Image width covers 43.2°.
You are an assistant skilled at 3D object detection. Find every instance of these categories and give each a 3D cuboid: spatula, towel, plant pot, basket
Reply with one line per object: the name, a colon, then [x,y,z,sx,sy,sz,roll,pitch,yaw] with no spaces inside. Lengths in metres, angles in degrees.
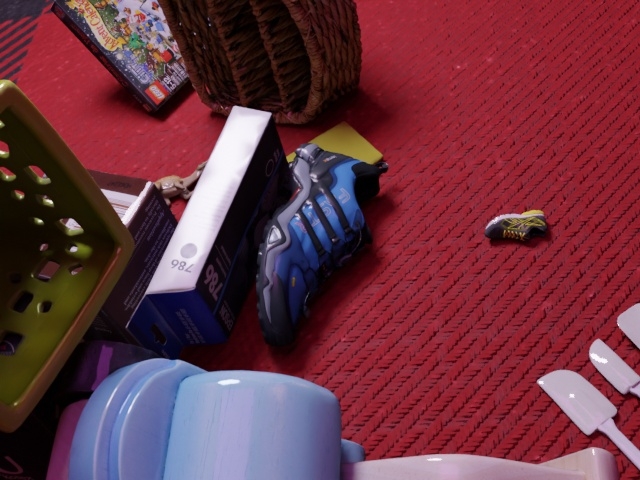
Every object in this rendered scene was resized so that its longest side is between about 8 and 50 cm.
spatula: [0.379,0.188,0.870,0.168,0.019,0.242,-32,52,-11]
towel: [-0.028,-0.086,1.196,0.237,0.021,0.102,-35,58,-13]
plant pot: [-0.347,0.009,0.733,0.207,0.227,0.228,6,53,29]
basket: [-0.082,-0.307,1.201,0.223,0.299,0.213,-34,53,-15]

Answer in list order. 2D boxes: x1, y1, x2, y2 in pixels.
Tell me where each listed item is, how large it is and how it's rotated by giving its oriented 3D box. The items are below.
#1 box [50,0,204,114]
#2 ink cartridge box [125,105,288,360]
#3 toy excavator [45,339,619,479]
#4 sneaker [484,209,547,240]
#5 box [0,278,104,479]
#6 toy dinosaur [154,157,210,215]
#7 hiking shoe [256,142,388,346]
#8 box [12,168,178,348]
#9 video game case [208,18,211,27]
box: [-0.308,-0.351,1.355,0.159,0.233,0.044,-50,19,-23]
ink cartridge box: [-0.129,0.007,1.043,0.065,0.165,0.333,14,65,17]
toy excavator: [0.006,0.237,0.771,0.445,0.433,0.223,-18,54,36]
sneaker: [0.256,-0.015,1.052,0.083,0.031,0.035,-15,51,4]
box: [-0.328,0.179,0.908,0.165,0.270,0.143,-3,50,13]
toy dinosaur: [-0.246,-0.073,1.236,0.183,0.053,0.093,-15,35,-5]
hiking shoe: [0.000,0.000,1.061,0.132,0.113,0.304,9,62,10]
box: [-0.283,0.035,1.052,0.166,0.203,0.169,11,57,23]
video game case: [-0.105,-0.479,1.517,0.274,0.026,0.196,-12,51,7]
